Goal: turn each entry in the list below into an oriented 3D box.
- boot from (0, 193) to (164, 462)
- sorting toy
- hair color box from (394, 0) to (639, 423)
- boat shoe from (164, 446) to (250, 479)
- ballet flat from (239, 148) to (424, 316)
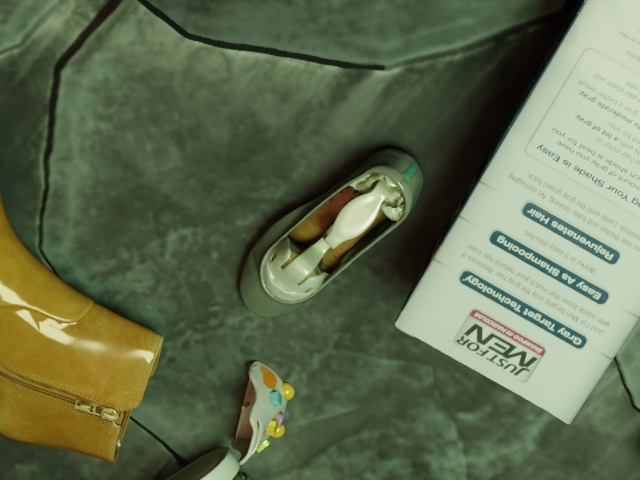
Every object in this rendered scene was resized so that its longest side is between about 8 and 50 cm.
[{"bbox_3d":[-0.240,0.054,1.751,0.211,0.104,0.295,14,119,2],"label":"boot"},{"bbox_3d":[-0.057,0.164,1.755,0.045,0.075,0.083,17,115,6],"label":"sorting toy"},{"bbox_3d":[0.219,-0.042,1.592,0.174,0.105,0.347,30,114,1],"label":"hair color box"},{"bbox_3d":[-0.175,0.305,1.821,0.305,0.109,0.091,-35,100,22],"label":"boat shoe"},{"bbox_3d":[0.000,0.000,1.681,0.072,0.068,0.213,46,114,-7],"label":"ballet flat"}]
